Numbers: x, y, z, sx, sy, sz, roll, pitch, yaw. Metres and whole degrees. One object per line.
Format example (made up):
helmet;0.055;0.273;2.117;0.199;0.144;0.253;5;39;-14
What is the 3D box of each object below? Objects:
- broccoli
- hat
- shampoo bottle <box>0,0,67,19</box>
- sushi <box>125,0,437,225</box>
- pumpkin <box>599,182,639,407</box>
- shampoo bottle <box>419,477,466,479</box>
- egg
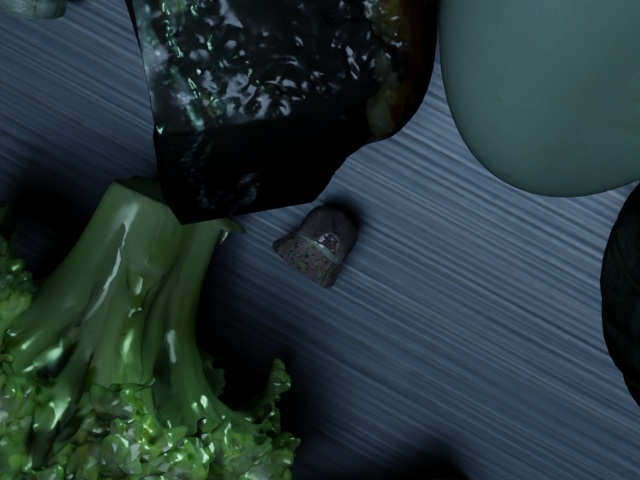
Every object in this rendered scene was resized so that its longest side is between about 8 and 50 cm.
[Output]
broccoli;-0.194;0.111;1.099;0.338;0.277;0.317;-3;92;12
hat;0.000;0.000;1.106;0.058;0.042;0.087;37;154;1
shampoo bottle;-0.205;-0.269;1.043;0.065;0.065;0.204;22;118;10
sushi;-0.030;-0.167;0.927;0.212;0.215;0.227;-11;70;-3
pumpkin;0.300;0.044;0.905;0.250;0.216;0.250;11;117;23
shampoo bottle;-0.018;0.271;1.191;0.309;0.098;0.071;-23;71;28
egg;0.194;-0.181;0.842;0.230;0.230;0.371;31;126;5
